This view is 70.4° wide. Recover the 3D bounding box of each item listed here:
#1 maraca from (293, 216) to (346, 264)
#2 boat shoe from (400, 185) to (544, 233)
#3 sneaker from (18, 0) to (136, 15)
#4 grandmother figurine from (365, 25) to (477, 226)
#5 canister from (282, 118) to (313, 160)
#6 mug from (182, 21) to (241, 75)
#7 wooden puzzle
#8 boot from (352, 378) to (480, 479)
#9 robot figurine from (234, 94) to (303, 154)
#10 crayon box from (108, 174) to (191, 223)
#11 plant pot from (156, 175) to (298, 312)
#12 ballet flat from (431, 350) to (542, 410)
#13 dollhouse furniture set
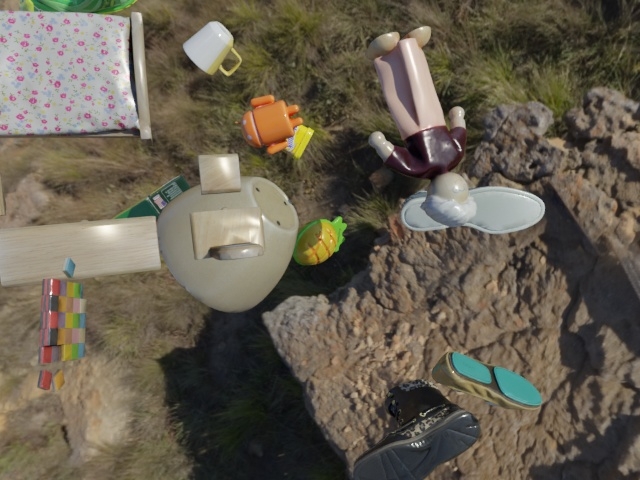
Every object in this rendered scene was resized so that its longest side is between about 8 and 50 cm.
[{"bbox_3d":[0.000,0.000,1.195,0.099,0.185,0.127,33,128,37],"label":"maraca"},{"bbox_3d":[0.355,-0.084,1.084,0.319,0.099,0.116,-2,116,16],"label":"boat shoe"},{"bbox_3d":[-0.436,-0.503,0.874,0.123,0.109,0.296,-27,25,55],"label":"sneaker"},{"bbox_3d":[0.179,-0.184,0.787,0.207,0.104,0.343,-20,90,-12],"label":"grandmother figurine"},{"bbox_3d":[-0.128,-0.389,1.664,0.169,0.073,0.126,28,102,-9],"label":"canister"},{"bbox_3d":[-0.167,-0.305,0.717,0.064,0.078,0.062,-39,75,19],"label":"mug"},{"bbox_3d":[-0.162,0.052,0.288,0.006,0.049,0.083,-3,80,-5],"label":"wooden puzzle"},{"bbox_3d":[0.252,0.567,1.363,0.377,0.284,0.138,-28,100,-4],"label":"boot"},{"bbox_3d":[-0.168,-0.383,1.507,0.219,0.158,0.128,-16,52,5],"label":"robot figurine"},{"bbox_3d":[-0.489,-0.036,1.156,0.318,0.202,0.081,-27,108,17],"label":"crayon box"},{"bbox_3d":[-0.156,-0.021,0.931,0.191,0.284,0.284,-35,62,26],"label":"plant pot"},{"bbox_3d":[0.316,0.276,0.876,0.073,0.232,0.080,-53,17,37],"label":"ballet flat"},{"bbox_3d":[-0.212,-0.146,0.437,0.303,0.174,0.356,-6,92,-19],"label":"dollhouse furniture set"}]
